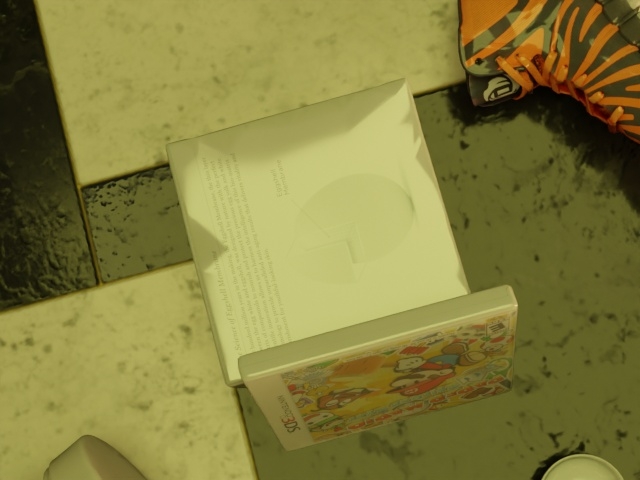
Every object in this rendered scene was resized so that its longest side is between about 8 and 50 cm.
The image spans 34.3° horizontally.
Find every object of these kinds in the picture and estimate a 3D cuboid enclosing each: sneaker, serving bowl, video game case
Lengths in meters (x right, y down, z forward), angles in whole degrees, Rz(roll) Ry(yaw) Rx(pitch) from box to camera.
[{"bbox_3d":[0.240,-0.148,0.987,0.180,0.124,0.321,-30,70,3],"label":"sneaker"},{"bbox_3d":[0.242,0.240,0.964,0.083,0.027,0.083,0,81,3],"label":"serving bowl"},{"bbox_3d":[0.058,0.118,0.905,0.227,0.206,0.026,-16,62,1],"label":"video game case"}]

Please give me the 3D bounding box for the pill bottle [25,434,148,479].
[{"bbox_3d":[-0.268,0.318,0.914,0.283,0.161,0.161,-43,82,-3],"label":"pill bottle"}]

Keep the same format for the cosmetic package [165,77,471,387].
[{"bbox_3d":[0.000,0.000,0.957,0.225,0.138,0.224,-15,81,0],"label":"cosmetic package"}]
